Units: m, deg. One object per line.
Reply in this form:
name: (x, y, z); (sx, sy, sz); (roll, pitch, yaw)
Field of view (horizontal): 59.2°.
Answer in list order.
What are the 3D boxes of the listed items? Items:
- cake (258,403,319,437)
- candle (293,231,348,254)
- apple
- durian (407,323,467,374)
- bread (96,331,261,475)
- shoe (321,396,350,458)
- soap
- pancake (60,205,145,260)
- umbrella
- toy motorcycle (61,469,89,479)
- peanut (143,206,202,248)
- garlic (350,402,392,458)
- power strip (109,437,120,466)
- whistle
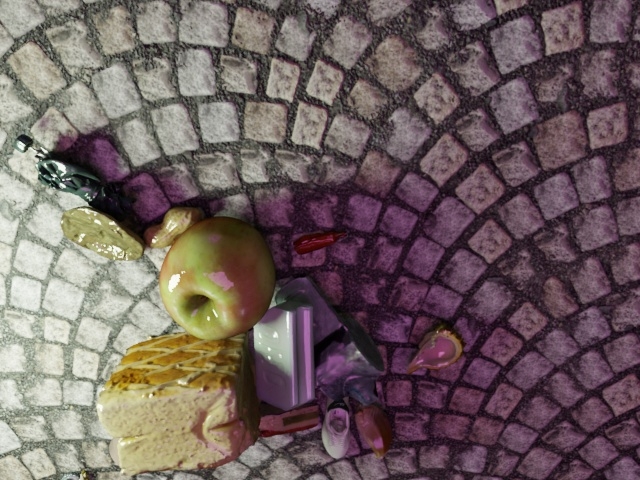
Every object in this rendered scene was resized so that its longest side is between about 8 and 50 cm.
cake: (-0.115, 0.571, 1.781); (0.220, 0.117, 0.086); (5, 103, 1)
candle: (0.000, 0.000, 1.610); (0.162, 0.048, 0.053); (-15, 91, 7)
apple: (-0.271, 0.093, 1.526); (0.319, 0.277, 0.319); (6, 122, 9)
durian: (0.339, 0.332, 1.712); (0.140, 0.078, 0.224); (37, 117, -24)
bread: (-0.377, 0.443, 1.610); (0.390, 0.371, 0.279); (-6, 105, -1)
shoe: (0.050, 0.603, 1.794); (0.095, 0.110, 0.265); (-1, 107, 1)
soap: (-0.104, 0.314, 1.580); (0.173, 0.095, 0.289); (8, 103, 44)
pancake: (-0.601, -0.025, 1.561); (0.242, 0.050, 0.242); (10, 147, 6)
umbrella: (-0.676, -0.161, 1.535); (0.349, 0.094, 0.143); (38, 124, -15)
toy motorcycle: (-0.799, 0.894, 1.931); (0.130, 0.094, 0.229); (-14, 96, 1)
peanut: (-0.421, -0.038, 1.589); (0.193, 0.089, 0.089); (-33, 106, 11)
garlic: (0.156, 0.577, 1.770); (0.090, 0.128, 0.198); (-19, 112, 24)
power strip: (-0.593, 0.655, 1.804); (0.154, 0.154, 0.078); (33, 105, -10)
whistle: (0.023, 0.297, 1.642); (0.168, 0.188, 0.405); (-38, 104, 14)
